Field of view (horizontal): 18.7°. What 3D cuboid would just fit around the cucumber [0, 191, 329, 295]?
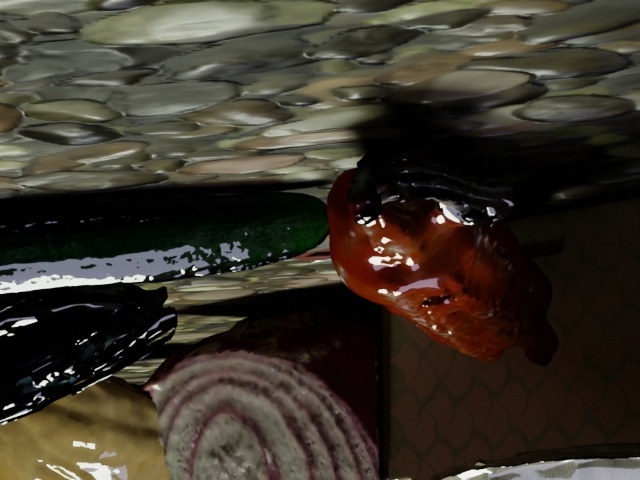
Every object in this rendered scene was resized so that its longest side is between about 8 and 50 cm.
[{"bbox_3d":[-0.085,0.001,0.715,0.184,0.033,0.036,-4,148,-7],"label":"cucumber"}]

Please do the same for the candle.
[{"bbox_3d":[0.041,0.003,0.709,0.084,0.059,0.302,27,177,15],"label":"candle"}]

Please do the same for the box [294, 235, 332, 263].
[{"bbox_3d":[0.000,0.000,0.836,0.046,0.012,0.083,-11,169,30],"label":"box"}]

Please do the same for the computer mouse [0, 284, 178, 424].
[{"bbox_3d":[-0.171,0.050,0.869,0.242,0.077,0.146,-9,173,28],"label":"computer mouse"}]

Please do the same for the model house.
[{"bbox_3d":[0.132,0.068,0.944,0.244,0.169,0.326,6,165,-21],"label":"model house"}]

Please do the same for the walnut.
[{"bbox_3d":[-0.170,0.152,1.426,0.238,0.141,0.204,-8,168,2],"label":"walnut"}]

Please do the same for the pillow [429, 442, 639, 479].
[{"bbox_3d":[0.103,0.113,0.769,0.131,0.038,0.232,0,160,4],"label":"pillow"}]

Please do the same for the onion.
[{"bbox_3d":[0.040,0.134,1.165,0.206,0.216,0.207,-13,-175,37],"label":"onion"}]
